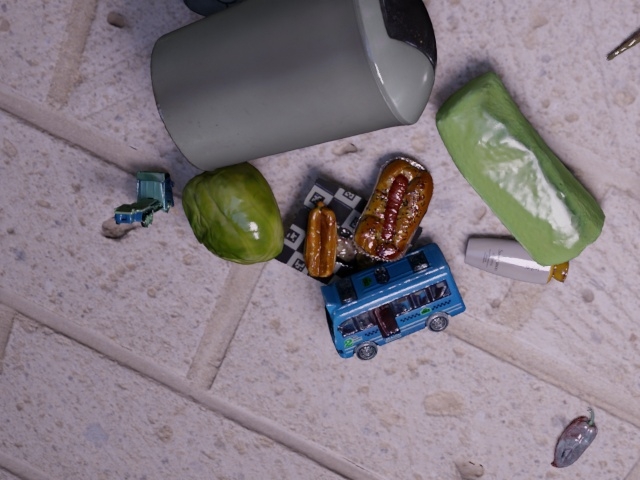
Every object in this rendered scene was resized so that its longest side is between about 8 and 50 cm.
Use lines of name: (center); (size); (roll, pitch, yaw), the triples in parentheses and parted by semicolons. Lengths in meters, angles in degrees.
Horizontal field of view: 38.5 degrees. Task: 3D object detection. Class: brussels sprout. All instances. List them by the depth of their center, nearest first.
brussels sprout: (-0.147, -0.045, 1.642); (0.161, 0.223, 0.223); (-44, 98, -15)

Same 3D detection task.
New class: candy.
candy: (0.334, -0.114, 1.542); (0.142, 0.132, 0.344); (-31, 101, 43)

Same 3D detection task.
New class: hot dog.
hot dog: (0.130, -0.052, 1.608); (0.108, 0.059, 0.191); (25, 83, -2)
hot dog: (0.000, -0.001, 1.650); (0.062, 0.038, 0.144); (5, 114, 6)

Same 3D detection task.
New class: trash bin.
trash bin: (-0.027, -0.282, 1.477); (0.431, 0.280, 0.281); (-14, 108, 21)

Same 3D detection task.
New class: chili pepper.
chili pepper: (0.485, 0.388, 1.755); (0.050, 0.041, 0.153); (51, 123, 37)

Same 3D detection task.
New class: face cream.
face cream: (0.350, 0.035, 1.637); (0.182, 0.051, 0.072); (12, 110, 8)

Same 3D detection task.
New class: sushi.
sushi: (0.051, -0.005, 1.692); (0.215, 0.050, 0.192); (27, 115, -8)

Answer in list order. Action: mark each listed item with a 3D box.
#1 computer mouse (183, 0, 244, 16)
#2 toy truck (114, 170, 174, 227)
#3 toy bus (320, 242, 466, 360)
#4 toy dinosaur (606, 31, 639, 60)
computer mouse: (-0.153, -0.523, 1.498); (0.188, 0.122, 0.371); (6, 116, 12)
toy truck: (-0.328, -0.078, 1.686); (0.067, 0.175, 0.081); (5, 106, 12)
toy bus: (0.124, 0.108, 1.645); (0.246, 0.113, 0.134); (-22, 125, 3)
toy dinosaur: (0.572, -0.391, 1.416); (0.199, 0.072, 0.251); (14, 127, 18)
